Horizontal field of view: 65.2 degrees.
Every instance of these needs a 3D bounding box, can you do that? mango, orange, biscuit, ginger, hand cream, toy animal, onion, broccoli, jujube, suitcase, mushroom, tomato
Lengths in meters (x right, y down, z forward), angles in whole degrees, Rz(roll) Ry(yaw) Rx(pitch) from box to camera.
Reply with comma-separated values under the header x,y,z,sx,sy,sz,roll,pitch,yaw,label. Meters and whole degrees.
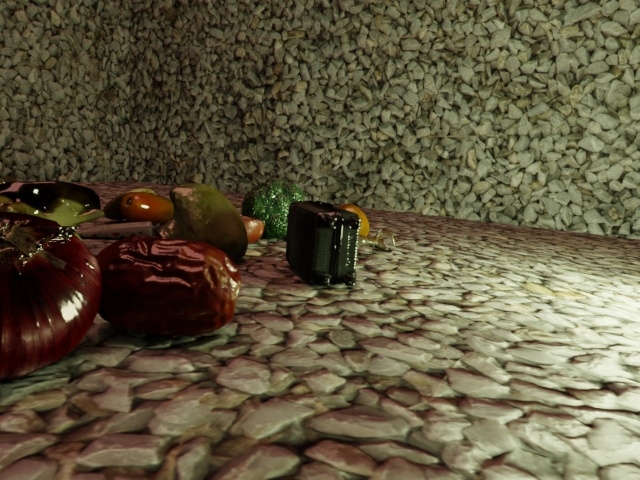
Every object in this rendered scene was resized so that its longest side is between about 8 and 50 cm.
x,y,z,sx,sy,sz,roll,pitch,yaw,label
-0.654,-0.120,1.947,0.146,0.129,0.289,-20,-6,25,mango
0.108,-0.059,1.903,0.136,0.159,0.159,-35,19,-9,orange
-0.756,-0.142,1.993,0.219,0.033,0.220,-27,-15,-8,biscuit
-0.736,-0.012,1.237,0.358,0.211,0.413,-8,-1,8,ginger
-0.677,-0.030,1.672,0.275,0.059,0.095,-2,12,-6,hand cream
0.120,0.000,1.738,0.243,0.087,0.260,10,14,23,toy animal
-0.465,0.092,0.709,0.273,0.285,0.273,27,32,-19,onion
-0.181,-0.111,1.936,0.269,0.262,0.241,-32,-33,22,broccoli
-0.265,0.078,0.860,0.250,0.174,0.174,12,9,-4,jujube
0.000,0.000,1.340,0.128,0.202,0.312,1,11,-19,suitcase
-0.323,-0.052,1.455,0.211,0.218,0.292,17,15,39,mushroom
-0.304,-0.037,1.743,0.236,0.095,0.237,4,6,0,tomato

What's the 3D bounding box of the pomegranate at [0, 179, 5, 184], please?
x,y,z,sx,sy,sz,roll,pitch,yaw,label
-0.899,-0.077,1.433,0.159,0.205,0.159,2,39,-1,pomegranate
